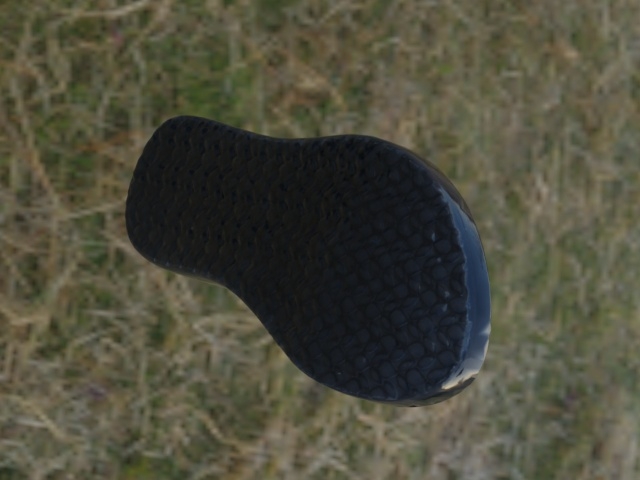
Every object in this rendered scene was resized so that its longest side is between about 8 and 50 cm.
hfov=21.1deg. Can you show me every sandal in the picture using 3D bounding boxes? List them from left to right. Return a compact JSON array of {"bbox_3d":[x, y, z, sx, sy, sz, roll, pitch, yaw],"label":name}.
[{"bbox_3d":[0.000,0.000,0.502,0.040,0.179,0.067,20,93,-34],"label":"sandal"}]
